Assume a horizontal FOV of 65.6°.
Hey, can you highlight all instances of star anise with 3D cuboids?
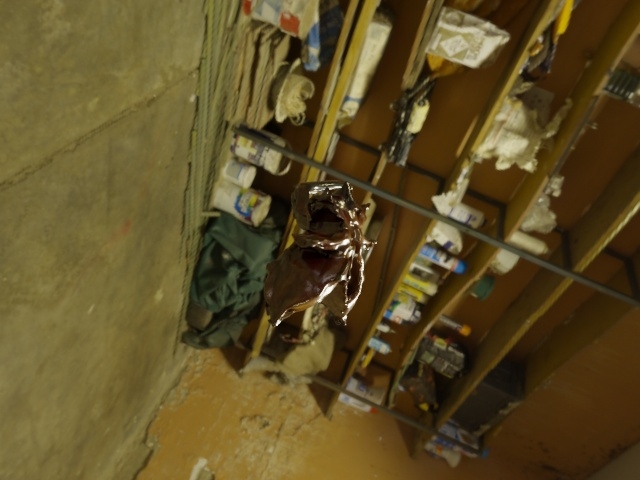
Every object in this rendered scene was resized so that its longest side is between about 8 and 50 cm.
[{"bbox_3d":[0.011,-0.002,0.806,0.346,0.148,0.237,-75,157,-47],"label":"star anise"}]
